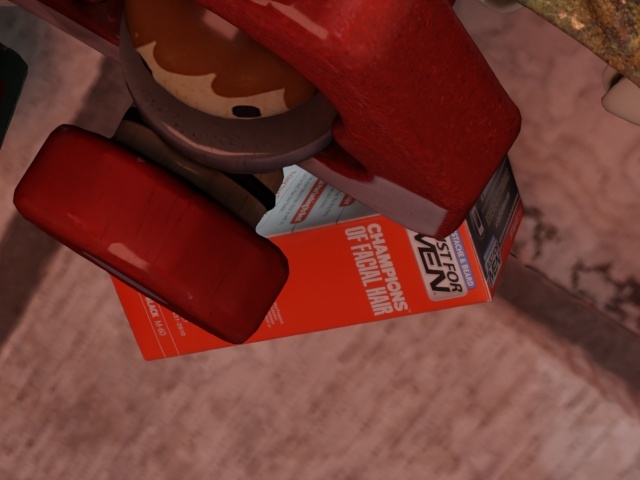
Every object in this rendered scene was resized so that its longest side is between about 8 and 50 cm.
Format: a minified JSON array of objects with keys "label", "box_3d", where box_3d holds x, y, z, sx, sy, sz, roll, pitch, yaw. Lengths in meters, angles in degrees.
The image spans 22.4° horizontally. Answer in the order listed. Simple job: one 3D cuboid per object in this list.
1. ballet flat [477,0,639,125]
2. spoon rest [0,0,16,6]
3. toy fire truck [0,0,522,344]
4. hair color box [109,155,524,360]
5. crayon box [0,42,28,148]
[{"label":"ballet flat","box_3d":[0.119,-0.110,0.643,0.348,0.123,0.123,36,120,-2]},{"label":"spoon rest","box_3d":[-0.201,-0.162,0.720,0.276,0.084,0.137,5,150,11]},{"label":"toy fire truck","box_3d":[-0.076,-0.098,0.508,0.302,0.254,0.169,31,84,5]},{"label":"hair color box","box_3d":[0.000,0.000,0.733,0.167,0.093,0.053,-12,111,23]},{"label":"crayon box","box_3d":[-0.322,-0.088,0.728,0.318,0.081,0.202,-3,148,27]}]
